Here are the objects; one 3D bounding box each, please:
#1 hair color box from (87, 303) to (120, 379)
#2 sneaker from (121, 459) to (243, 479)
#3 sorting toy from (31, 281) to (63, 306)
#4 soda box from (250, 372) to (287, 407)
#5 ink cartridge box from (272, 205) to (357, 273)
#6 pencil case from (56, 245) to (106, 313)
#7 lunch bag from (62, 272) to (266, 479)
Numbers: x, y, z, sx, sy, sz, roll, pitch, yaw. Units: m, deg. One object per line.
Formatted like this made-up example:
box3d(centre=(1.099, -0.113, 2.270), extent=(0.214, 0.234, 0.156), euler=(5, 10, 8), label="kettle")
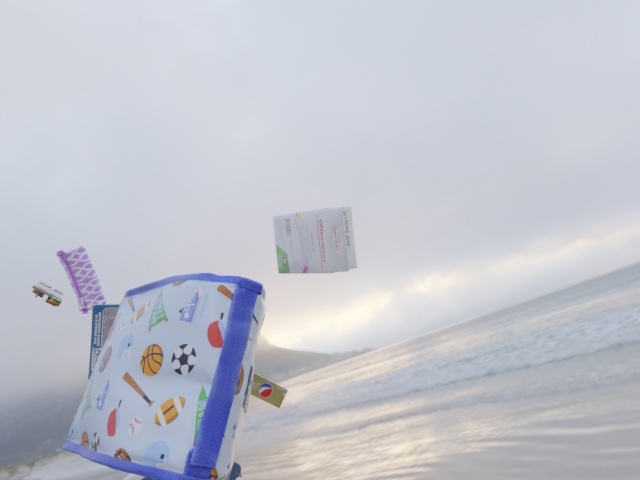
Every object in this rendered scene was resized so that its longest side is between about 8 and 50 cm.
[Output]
box3d(centre=(-0.516, 0.260, 1.350), extent=(0.105, 0.174, 0.347), euler=(1, -10, -14), label="hair color box")
box3d(centre=(-0.366, 0.709, 1.444), extent=(0.322, 0.236, 0.130), euler=(-10, -25, -36), label="sneaker")
box3d(centre=(-1.220, 0.240, 2.310), extent=(0.132, 0.046, 0.274), euler=(35, -10, -22), label="sorting toy")
box3d(centre=(-0.189, 0.412, 1.484), extent=(0.181, 0.058, 0.061), euler=(31, -17, -17), label="soda box")
box3d(centre=(0.000, 0.000, 1.686), extent=(0.119, 0.207, 0.353), euler=(-8, 3, -40), label="ink cartridge box")
box3d(centre=(-0.720, 0.118, 1.563), extent=(0.086, 0.206, 0.088), euler=(-16, 9, 22), label="pencil case")
box3d(centre=(-0.242, 0.244, 0.910), extent=(0.238, 0.328, 0.385), euler=(26, -28, -30), label="lunch bag")
